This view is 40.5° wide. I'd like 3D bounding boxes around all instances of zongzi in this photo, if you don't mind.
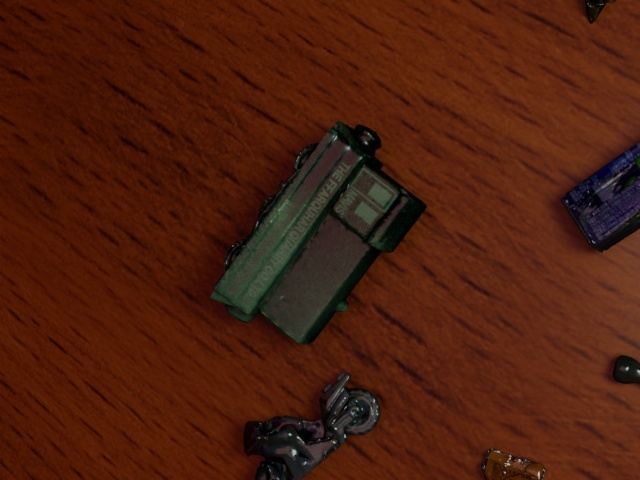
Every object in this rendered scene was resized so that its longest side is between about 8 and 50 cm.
[{"bbox_3d":[0.365,-0.326,1.145,0.067,0.074,0.083,17,52,20],"label":"zongzi"}]

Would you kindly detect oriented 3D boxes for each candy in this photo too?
[{"bbox_3d":[0.446,-0.106,1.057,0.312,0.061,0.088,-37,59,23],"label":"candy"}]

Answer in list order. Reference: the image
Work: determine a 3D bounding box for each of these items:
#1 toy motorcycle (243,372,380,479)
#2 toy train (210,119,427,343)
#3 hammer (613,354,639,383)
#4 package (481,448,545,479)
[{"bbox_3d":[-0.021,0.266,1.219,0.213,0.082,0.122,-41,85,4],"label":"toy motorcycle"},{"bbox_3d":[0.000,0.000,1.202,0.178,0.138,0.330,38,100,13],"label":"toy train"},{"bbox_3d":[0.496,-0.014,1.074,0.168,0.044,0.440,13,91,20],"label":"hammer"},{"bbox_3d":[0.243,0.336,1.144,0.077,0.033,0.111,19,88,29],"label":"package"}]
